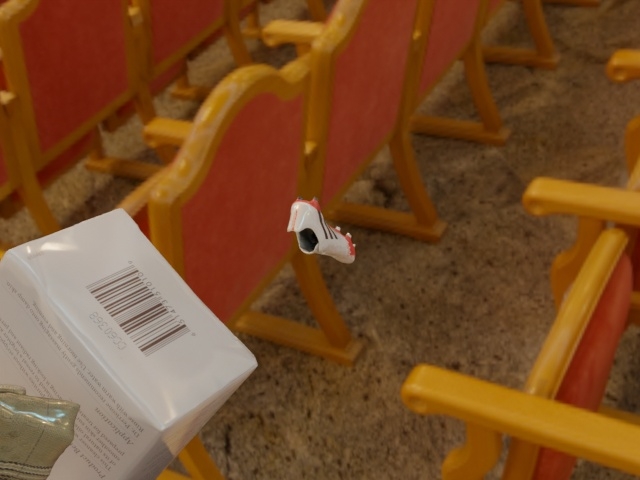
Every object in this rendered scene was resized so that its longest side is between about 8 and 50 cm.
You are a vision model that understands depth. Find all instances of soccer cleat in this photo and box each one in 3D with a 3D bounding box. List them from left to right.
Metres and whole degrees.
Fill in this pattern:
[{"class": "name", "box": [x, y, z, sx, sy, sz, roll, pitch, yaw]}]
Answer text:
[{"class": "soccer cleat", "box": [0.000, 0.000, 0.686, 0.029, 0.083, 0.035, 2, 59, 33]}]

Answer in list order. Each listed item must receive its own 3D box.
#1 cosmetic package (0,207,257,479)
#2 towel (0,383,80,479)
[{"class": "cosmetic package", "box": [-0.264, 0.183, 0.890, 0.217, 0.385, 0.156, 48, 33, 9]}, {"class": "towel", "box": [-0.351, 0.152, 0.577, 0.324, 0.312, 0.056, 18, 41, -25]}]
